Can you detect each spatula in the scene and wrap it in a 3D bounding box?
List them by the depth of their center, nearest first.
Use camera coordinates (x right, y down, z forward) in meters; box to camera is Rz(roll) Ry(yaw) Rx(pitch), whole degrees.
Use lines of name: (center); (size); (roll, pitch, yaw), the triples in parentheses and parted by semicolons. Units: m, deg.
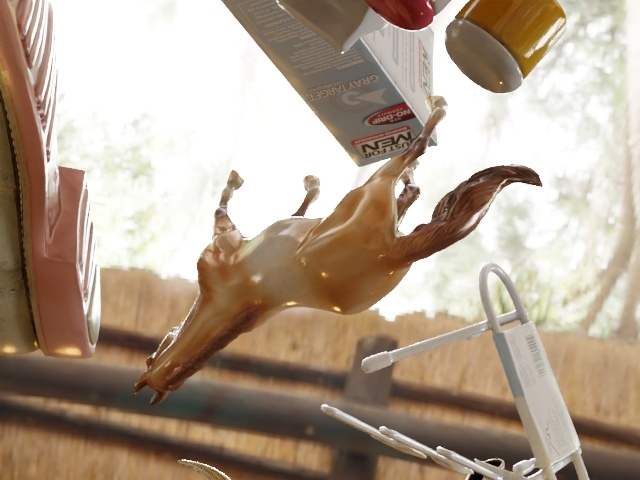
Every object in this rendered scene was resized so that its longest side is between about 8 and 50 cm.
spatula: (0.109, 0.204, 1.179); (0.168, 0.019, 0.242); (17, 169, 29)

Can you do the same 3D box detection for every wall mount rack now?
wall mount rack: (0.207, 0.214, 1.519); (0.130, 0.350, 0.304); (-24, 171, 31)

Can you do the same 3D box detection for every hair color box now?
hair color box: (0.009, -0.266, 1.357); (0.113, 0.185, 0.374); (-15, 143, 24)

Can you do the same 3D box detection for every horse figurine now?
horse figurine: (0.000, 0.000, 0.749); (0.263, 0.066, 0.174); (-15, -144, 33)

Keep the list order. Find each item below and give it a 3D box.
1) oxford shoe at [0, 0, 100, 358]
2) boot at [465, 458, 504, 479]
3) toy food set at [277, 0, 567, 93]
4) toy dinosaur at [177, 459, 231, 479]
oxford shoe: (-0.237, -0.075, 0.768); (0.146, 0.397, 0.140); (-5, -147, -3)
boot: (0.227, 0.479, 1.662); (0.096, 0.280, 0.264); (4, -159, 27)
toy food set: (-0.020, -0.125, 0.498); (0.232, 0.104, 0.111); (39, 171, 14)
toy dinosaur: (-0.015, 0.188, 0.682); (0.092, 0.053, 0.183); (-10, -121, -24)
